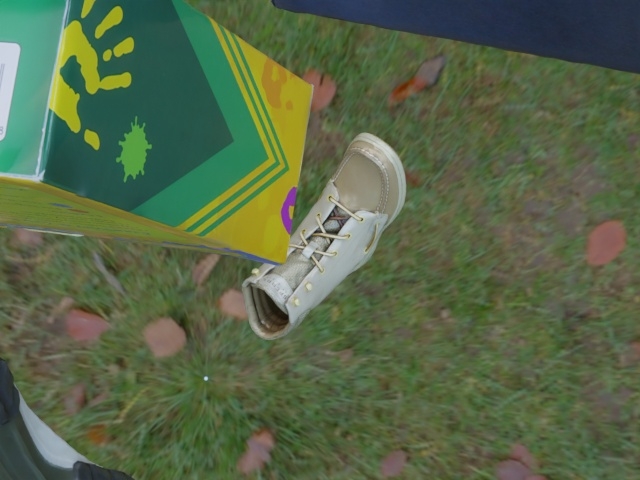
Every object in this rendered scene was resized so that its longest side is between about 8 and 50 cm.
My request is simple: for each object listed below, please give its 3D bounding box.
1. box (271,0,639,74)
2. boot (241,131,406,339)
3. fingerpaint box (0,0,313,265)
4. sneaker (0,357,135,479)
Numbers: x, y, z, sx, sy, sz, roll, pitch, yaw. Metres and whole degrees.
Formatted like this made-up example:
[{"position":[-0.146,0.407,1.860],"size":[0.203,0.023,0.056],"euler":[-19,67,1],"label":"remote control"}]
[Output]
[{"position":[0.159,-0.227,0.508],"size":[0.395,0.293,0.212],"euler":[16,56,27],"label":"box"},{"position":[0.000,0.000,1.766],"size":[0.095,0.262,0.203],"euler":[40,54,12],"label":"boot"},{"position":[-0.282,-0.107,1.053],"size":[0.445,0.371,0.163],"euler":[7,84,23],"label":"fingerpaint box"},{"position":[-0.192,0.163,0.664],"size":[0.182,0.158,0.410],"euler":[-14,129,18],"label":"sneaker"}]
